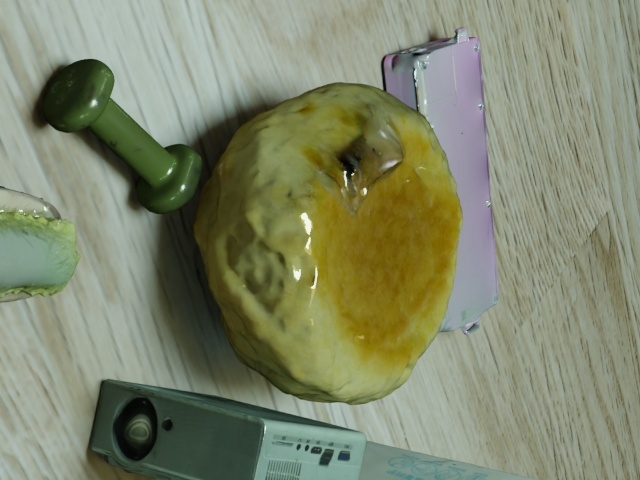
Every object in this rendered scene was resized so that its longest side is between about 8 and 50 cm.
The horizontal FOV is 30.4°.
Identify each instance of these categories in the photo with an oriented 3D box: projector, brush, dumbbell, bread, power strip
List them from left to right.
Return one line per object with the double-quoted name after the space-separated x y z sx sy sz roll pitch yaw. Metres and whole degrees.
-0.247 -0.004 0.600 0.313 0.067 0.072 8 90 -50 "brush"
-0.125 -0.065 0.756 0.118 0.046 0.052 45 55 -45 "dumbbell"
-0.063 0.137 0.780 0.115 0.147 0.061 21 78 -51 "projector"
0.000 0.000 0.856 0.244 0.134 0.244 -3 94 -52 "bread"
0.113 -0.048 1.065 0.109 0.037 0.279 -25 115 -47 "power strip"

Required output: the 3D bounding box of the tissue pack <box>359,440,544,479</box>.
0.067 0.245 0.859 0.201 0.271 0.124 -25 113 -48 "tissue pack"
